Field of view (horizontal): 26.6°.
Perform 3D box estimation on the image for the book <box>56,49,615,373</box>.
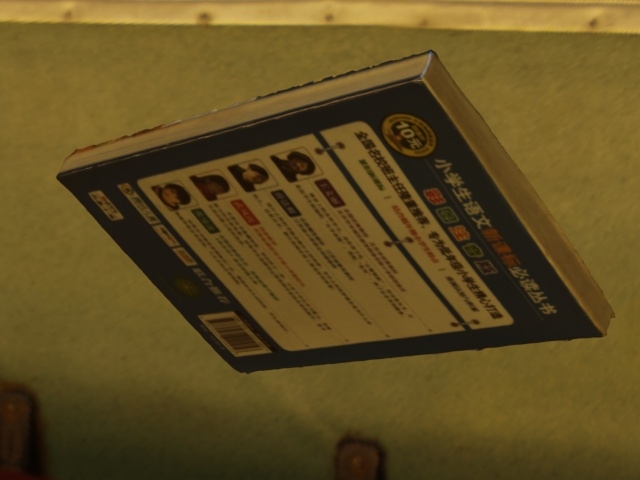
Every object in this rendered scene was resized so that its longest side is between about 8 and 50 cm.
[{"bbox_3d":[0.000,0.000,1.173,0.428,0.039,0.300,-10,131,40],"label":"book"}]
